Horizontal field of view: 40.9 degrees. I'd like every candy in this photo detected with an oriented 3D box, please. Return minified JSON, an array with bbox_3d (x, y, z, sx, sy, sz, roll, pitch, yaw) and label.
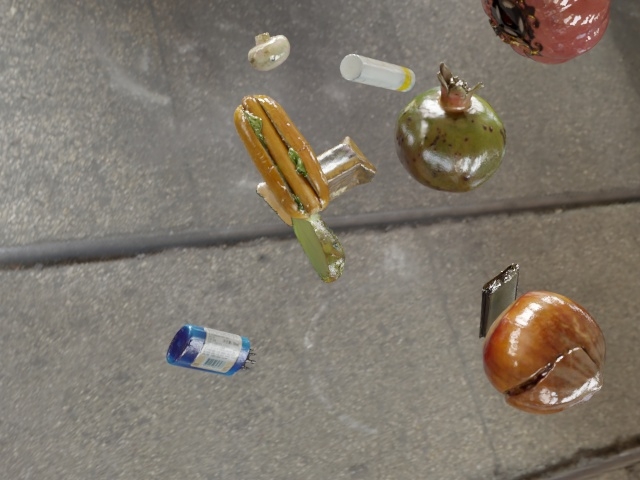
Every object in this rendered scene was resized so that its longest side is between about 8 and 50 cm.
[{"bbox_3d":[-0.004,-0.133,1.965,0.271,0.101,0.143,-29,61,-20],"label":"candy"}]

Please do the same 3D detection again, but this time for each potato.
[{"bbox_3d":[0.000,0.000,1.627,0.054,0.198,0.119,-19,119,-14],"label":"potato"}]

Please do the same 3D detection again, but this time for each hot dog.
[{"bbox_3d":[-0.067,-0.149,1.490,0.100,0.068,0.249,-32,77,0],"label":"hot dog"}]

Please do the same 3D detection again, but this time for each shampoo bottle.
[{"bbox_3d":[-0.199,0.211,1.624,0.183,0.087,0.050,21,16,-44],"label":"shampoo bottle"}]

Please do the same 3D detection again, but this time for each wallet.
[{"bbox_3d":[0.412,0.149,1.977,0.110,0.198,0.031,-35,52,-25],"label":"wallet"}]

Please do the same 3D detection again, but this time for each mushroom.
[{"bbox_3d":[-0.099,-0.360,1.630,0.083,0.083,0.067,-31,104,-36],"label":"mushroom"}]

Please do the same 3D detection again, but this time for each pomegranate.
[{"bbox_3d":[0.329,-0.288,2.144,0.291,0.323,0.291,7,23,-3],"label":"pomegranate"}]

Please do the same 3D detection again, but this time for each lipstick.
[{"bbox_3d":[0.132,-0.372,1.918,0.264,0.059,0.059,-6,68,-59],"label":"lipstick"}]

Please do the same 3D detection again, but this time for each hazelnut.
[{"bbox_3d":[0.323,0.171,1.250,0.182,0.182,0.182,12,62,-24],"label":"hazelnut"}]

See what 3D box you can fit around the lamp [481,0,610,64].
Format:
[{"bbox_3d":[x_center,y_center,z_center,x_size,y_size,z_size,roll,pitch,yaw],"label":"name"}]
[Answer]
[{"bbox_3d":[0.288,-0.313,1.086,0.140,0.182,0.182,-38,88,-9],"label":"lamp"}]
